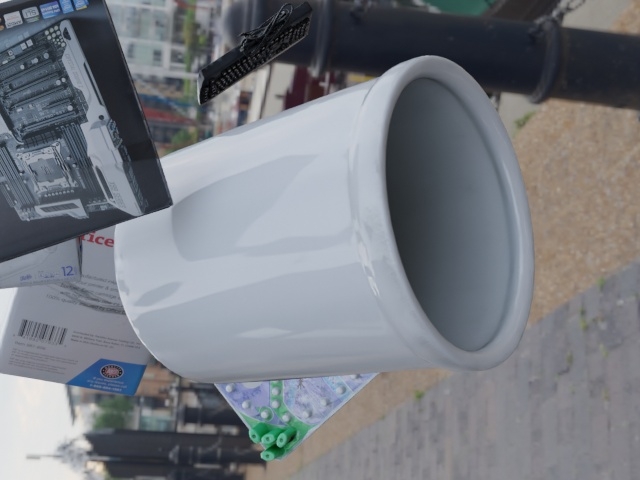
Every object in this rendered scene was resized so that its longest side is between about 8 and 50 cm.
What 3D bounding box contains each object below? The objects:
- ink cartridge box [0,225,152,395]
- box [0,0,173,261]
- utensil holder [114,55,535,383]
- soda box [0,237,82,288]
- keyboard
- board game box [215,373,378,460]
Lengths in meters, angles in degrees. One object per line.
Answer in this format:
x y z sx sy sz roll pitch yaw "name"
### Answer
-0.441 0.084 1.699 0.395 0.285 0.166 -64 24 25 "ink cartridge box"
-0.333 -0.100 0.879 0.076 0.307 0.243 180 72 -77 "box"
0.000 0.000 1.007 0.385 0.327 0.328 -11 68 35 "utensil holder"
-0.500 0.015 1.283 0.098 0.286 0.091 -116 24 -61 "soda box"
-0.080 -0.246 1.161 0.038 0.192 0.100 46 161 15 "keyboard"
-0.080 0.124 1.498 0.390 0.390 0.050 -45 -14 22 "board game box"
